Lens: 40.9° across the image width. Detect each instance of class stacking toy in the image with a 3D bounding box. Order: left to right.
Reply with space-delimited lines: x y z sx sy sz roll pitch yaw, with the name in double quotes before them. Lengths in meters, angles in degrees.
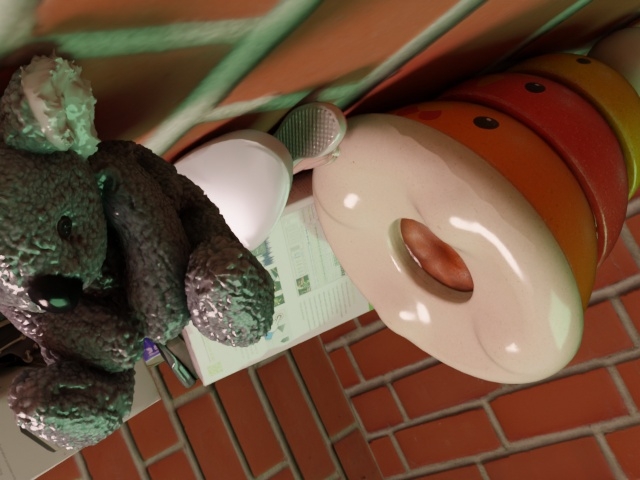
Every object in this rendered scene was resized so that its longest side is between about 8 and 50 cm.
"stacking toy" 0.256 -0.103 1.002 0.480 0.351 0.350 -42 -179 -25

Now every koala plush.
"koala plush" -0.174 -0.007 0.541 0.196 0.203 0.221 -34 151 7

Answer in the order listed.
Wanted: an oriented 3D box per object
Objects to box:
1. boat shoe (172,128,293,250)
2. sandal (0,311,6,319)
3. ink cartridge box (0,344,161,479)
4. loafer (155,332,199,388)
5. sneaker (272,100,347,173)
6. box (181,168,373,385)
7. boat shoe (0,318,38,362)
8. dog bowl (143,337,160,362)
"boat shoe" -0.119 -0.019 0.845 0.301 0.108 0.102 -46 -167 39
"sandal" -0.280 0.022 0.846 0.179 0.040 0.067 -42 175 15
"ink cartridge box" -0.414 0.231 1.175 0.307 0.129 0.223 -30 -164 -39
"loafer" -0.229 0.130 1.337 0.084 0.096 0.267 -34 143 -14
"sneaker" -0.002 -0.100 0.813 0.070 0.051 0.134 -22 176 -35
"box" -0.037 0.033 1.110 0.322 0.058 0.232 -22 131 -14
"boat shoe" -0.406 0.137 1.139 0.206 0.065 0.075 -22 173 -21
"dog bowl" -0.225 0.128 1.552 0.264 0.104 0.265 -24 173 -3
